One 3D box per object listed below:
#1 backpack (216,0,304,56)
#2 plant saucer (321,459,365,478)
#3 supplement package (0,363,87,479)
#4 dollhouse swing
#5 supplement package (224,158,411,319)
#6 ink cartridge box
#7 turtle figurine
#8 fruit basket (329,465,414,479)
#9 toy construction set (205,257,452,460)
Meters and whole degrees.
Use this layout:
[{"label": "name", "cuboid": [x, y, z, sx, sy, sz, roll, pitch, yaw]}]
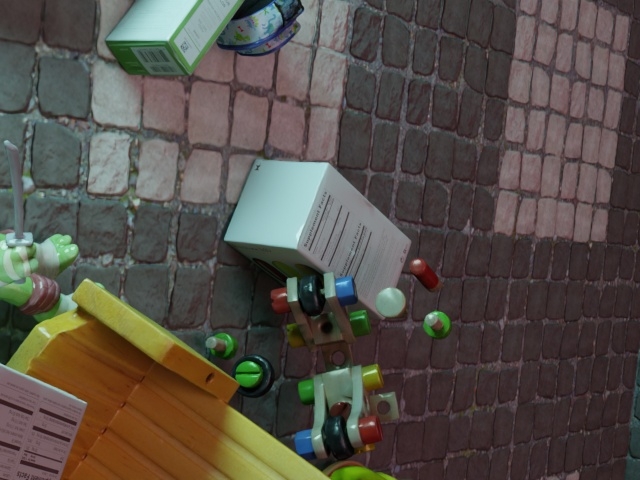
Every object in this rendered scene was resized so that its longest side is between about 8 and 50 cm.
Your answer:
[{"label": "backpack", "cuboid": [-0.087, -0.291, 1.585, 0.114, 0.105, 0.084, -44, 128, -36]}, {"label": "plant saucer", "cuboid": [0.020, 0.444, 1.895, 0.200, 0.037, 0.200, -12, 105, -52]}, {"label": "supplement package", "cuboid": [-0.389, 0.164, 1.100, 0.204, 0.262, 0.145, 54, 51, -69]}, {"label": "dollhouse swing", "cuboid": [-0.194, 0.295, 1.284, 0.347, 0.305, 0.315, -53, 156, -6]}, {"label": "supplement package", "cuboid": [0.000, 0.000, 1.716, 0.244, 0.139, 0.134, 40, 64, -46]}, {"label": "ink cartridge box", "cuboid": [-0.162, -0.298, 1.484, 0.209, 0.109, 0.062, -60, 137, -27]}, {"label": "turtle figurine", "cuboid": [-0.327, -0.017, 1.251, 0.266, 0.198, 0.274, 33, 73, -55]}, {"label": "fruit basket", "cuboid": [0.006, 0.391, 1.600, 0.392, 0.392, 0.283, -46, 129, -38]}, {"label": "toy construction set", "cuboid": [0.057, 0.161, 1.664, 0.309, 0.257, 0.237, -38, 159, 5]}]
